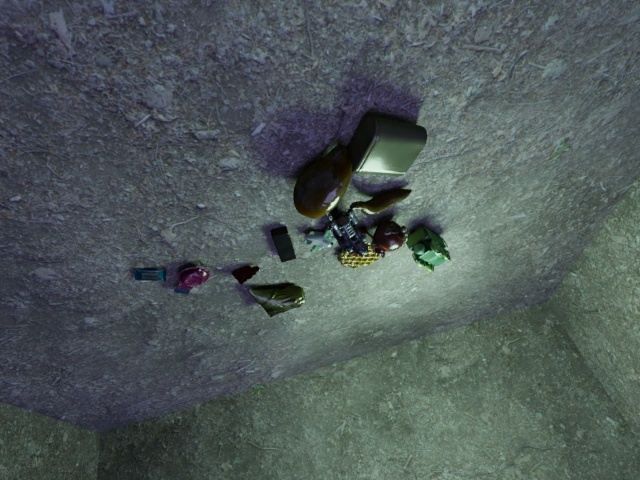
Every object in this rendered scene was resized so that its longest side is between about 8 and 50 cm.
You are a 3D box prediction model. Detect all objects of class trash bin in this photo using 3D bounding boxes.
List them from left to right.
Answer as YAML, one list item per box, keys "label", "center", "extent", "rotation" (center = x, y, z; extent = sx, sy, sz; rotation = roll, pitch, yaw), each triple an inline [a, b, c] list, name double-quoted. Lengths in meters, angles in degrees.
- label: "trash bin"
  center: [0.247, -0.352, 1.527]
  extent: [0.247, 0.121, 0.243]
  rotation: [-1, 142, -27]

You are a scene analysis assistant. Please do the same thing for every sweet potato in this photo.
- label: "sweet potato"
  center: [0.250, -0.167, 1.774]
  extent: [0.346, 0.079, 0.108]
  rotation: [-19, 153, -31]

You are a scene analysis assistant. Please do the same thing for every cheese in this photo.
- label: "cheese"
  center: [-0.623, 0.189, 1.929]
  extent: [0.155, 0.062, 0.244]
  rotation: [17, 133, -37]

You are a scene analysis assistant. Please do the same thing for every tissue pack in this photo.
- label: "tissue pack"
  center: [-0.785, 0.158, 1.852]
  extent: [0.138, 0.028, 0.085]
  rotation: [3, 137, -18]

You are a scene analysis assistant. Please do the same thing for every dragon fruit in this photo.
- label: "dragon fruit"
  center: [-0.365, 0.168, 2.010]
  extent: [0.131, 0.097, 0.063]
  rotation: [-35, 149, -9]

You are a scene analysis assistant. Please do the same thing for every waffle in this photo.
- label: "waffle"
  center: [0.223, 0.068, 2.126]
  extent: [0.253, 0.056, 0.249]
  rotation: [-33, 142, 24]

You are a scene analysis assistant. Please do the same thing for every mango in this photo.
- label: "mango"
  center: [0.015, -0.222, 1.546]
  extent: [0.316, 0.193, 0.146]
  rotation: [-50, 155, 21]

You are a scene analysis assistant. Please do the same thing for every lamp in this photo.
- label: "lamp"
  center: [0.309, -0.014, 1.953]
  extent: [0.215, 0.151, 0.223]
  rotation: [41, 100, -18]

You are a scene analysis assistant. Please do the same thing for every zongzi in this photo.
- label: "zongzi"
  center: [-0.227, 0.291, 2.183]
  extent: [0.251, 0.125, 0.274]
  rotation: [-22, 138, 8]

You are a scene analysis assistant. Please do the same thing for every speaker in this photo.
- label: "speaker"
  center: [-0.175, 0.021, 1.905]
  extent: [0.082, 0.044, 0.218]
  rotation: [-16, 144, -2]

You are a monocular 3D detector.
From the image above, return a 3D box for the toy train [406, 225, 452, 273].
- label: "toy train"
  center: [0.574, 0.047, 2.132]
  extent: [0.159, 0.188, 0.272]
  rotation: [-38, 142, 27]

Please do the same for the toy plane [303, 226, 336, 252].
- label: "toy plane"
  center: [-0.001, -0.002, 1.919]
  extent: [0.174, 0.080, 0.174]
  rotation: [-13, 145, -9]

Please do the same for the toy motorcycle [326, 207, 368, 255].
- label: "toy motorcycle"
  center: [0.112, -0.052, 1.785]
  extent: [0.134, 0.207, 0.401]
  rotation: [-34, 136, -3]
